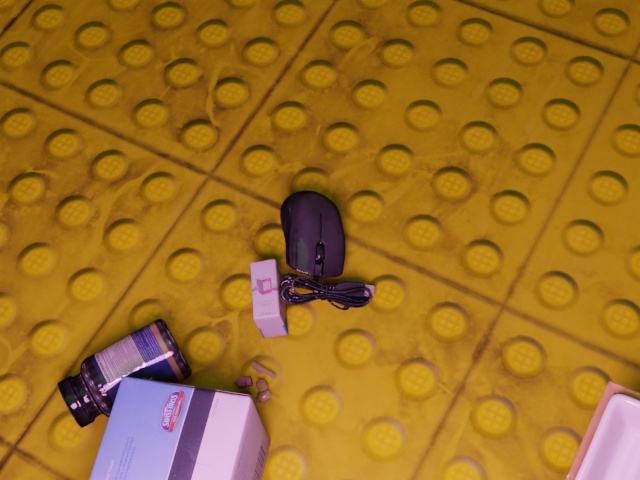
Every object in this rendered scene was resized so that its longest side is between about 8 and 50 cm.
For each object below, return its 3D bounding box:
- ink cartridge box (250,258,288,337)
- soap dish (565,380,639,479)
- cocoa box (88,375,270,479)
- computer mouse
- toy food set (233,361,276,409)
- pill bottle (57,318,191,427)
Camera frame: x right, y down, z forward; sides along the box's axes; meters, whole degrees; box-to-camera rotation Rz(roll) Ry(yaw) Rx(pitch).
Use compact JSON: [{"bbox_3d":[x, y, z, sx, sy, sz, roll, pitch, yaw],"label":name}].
[{"bbox_3d":[-0.096,0.109,1.842,0.052,0.088,0.123,-8,59,6],"label":"ink cartridge box"},{"bbox_3d":[0.556,0.390,1.570,0.290,0.118,0.229,23,84,18],"label":"soap dish"},{"bbox_3d":[-0.242,0.432,1.587,0.227,0.231,0.347,7,61,10],"label":"cocoa box"},{"bbox_3d":[0.000,0.000,1.877,0.188,0.072,0.272,5,51,-23],"label":"computer mouse"},{"bbox_3d":[-0.134,0.287,1.785,0.078,0.019,0.122,30,75,21],"label":"toy food set"},{"bbox_3d":[-0.355,0.244,1.771,0.219,0.123,0.123,-29,61,-10],"label":"pill bottle"}]
